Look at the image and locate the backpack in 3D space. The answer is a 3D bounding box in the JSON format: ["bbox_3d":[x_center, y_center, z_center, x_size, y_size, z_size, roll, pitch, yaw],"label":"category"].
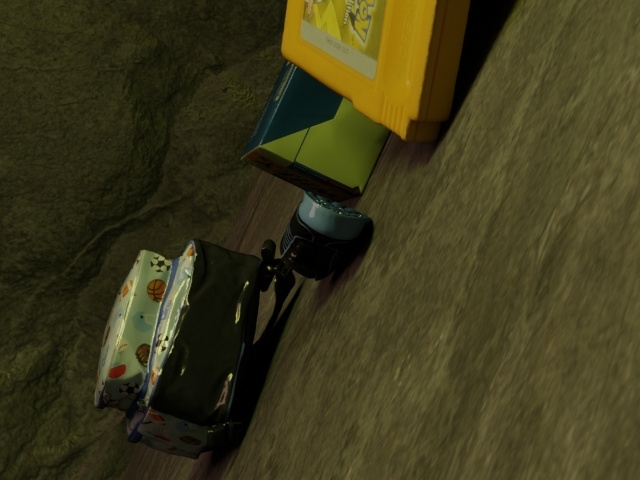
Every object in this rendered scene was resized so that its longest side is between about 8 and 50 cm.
[{"bbox_3d":[-0.174,0.150,1.996,0.263,0.213,0.276,107,-179,-61],"label":"backpack"}]

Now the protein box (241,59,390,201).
[{"bbox_3d":[0.012,-0.166,1.937,0.200,0.136,0.201,-66,7,-5],"label":"protein box"}]

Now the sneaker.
[{"bbox_3d":[0.000,0.000,1.726,0.232,0.081,0.090,-85,18,-89],"label":"sneaker"}]

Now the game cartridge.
[{"bbox_3d":[0.056,-0.276,1.598,0.323,0.052,0.285,-137,51,-59],"label":"game cartridge"}]
